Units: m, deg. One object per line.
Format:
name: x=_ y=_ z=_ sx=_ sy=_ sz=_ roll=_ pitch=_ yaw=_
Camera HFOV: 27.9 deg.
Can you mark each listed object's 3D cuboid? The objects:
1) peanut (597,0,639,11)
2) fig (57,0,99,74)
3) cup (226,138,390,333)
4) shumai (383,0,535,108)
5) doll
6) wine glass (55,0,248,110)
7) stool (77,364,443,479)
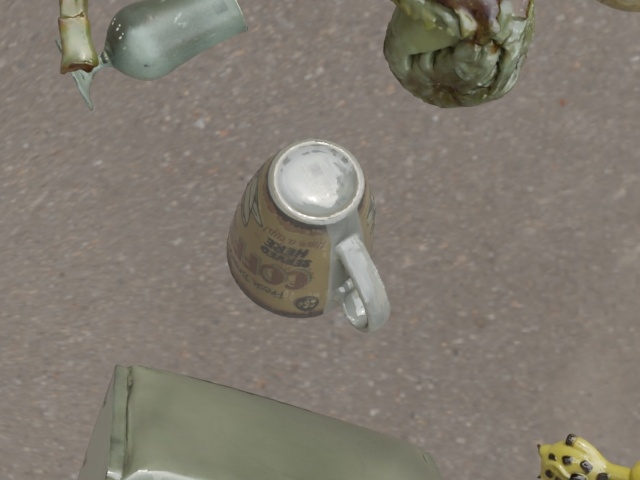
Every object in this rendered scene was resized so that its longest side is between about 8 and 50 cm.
peanut: x=0.269 y=-0.284 z=1.234 sx=0.099 sy=0.214 sz=0.090 roll=-39 pitch=128 yaw=-3
fig: x=-0.145 y=-0.223 z=0.811 sx=0.143 sy=0.160 sz=0.230 roll=-24 pitch=90 yaw=-58
cup: x=0.000 y=0.000 z=1.895 sx=0.227 sy=0.257 sz=0.301 roll=-34 pitch=76 yaw=-17
shumai: x=0.113 y=-0.215 z=1.226 sx=0.142 sy=0.184 sz=0.184 roll=15 pitch=79 yaw=-42
doll: x=0.482 y=0.373 z=2.046 sx=0.086 sy=0.291 sz=0.117 roll=-41 pitch=128 yaw=-52
wine glass: x=-0.213 y=-0.260 z=1.650 sx=0.231 sy=0.103 sz=0.103 roll=-25 pitch=98 yaw=-5
stool: x=-0.062 y=0.256 z=0.871 sx=0.244 sy=0.170 sz=0.269 roll=18 pitch=104 yaw=-12
